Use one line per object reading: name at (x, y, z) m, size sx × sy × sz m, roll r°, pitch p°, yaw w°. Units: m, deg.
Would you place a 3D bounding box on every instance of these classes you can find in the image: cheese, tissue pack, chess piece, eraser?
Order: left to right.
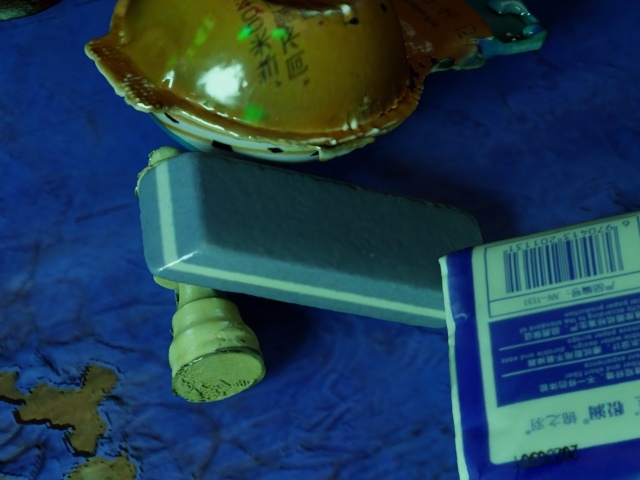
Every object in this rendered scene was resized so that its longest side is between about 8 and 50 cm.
chess piece at (-0.081, 0.013, 1.060) m, size 0.060 × 0.060 × 0.172 m, roll -7°, pitch 56°, yaw -14°
eraser at (0.000, 0.000, 1.055) m, size 0.225 × 0.036 × 0.082 m, roll 11°, pitch 47°, yaw -25°
cheese at (0.004, -0.133, 1.126) m, size 0.329 × 0.129 × 0.217 m, roll -15°, pitch 47°, yaw -34°
tissue pack at (0.214, 0.086, 0.968) m, size 0.269 × 0.137 × 0.209 m, roll -13°, pitch 52°, yaw 12°

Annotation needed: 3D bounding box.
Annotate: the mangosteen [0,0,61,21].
mangosteen at (-0.237, -0.255, 1.139) m, size 0.216 × 0.216 × 0.216 m, roll 5°, pitch 55°, yaw -7°
